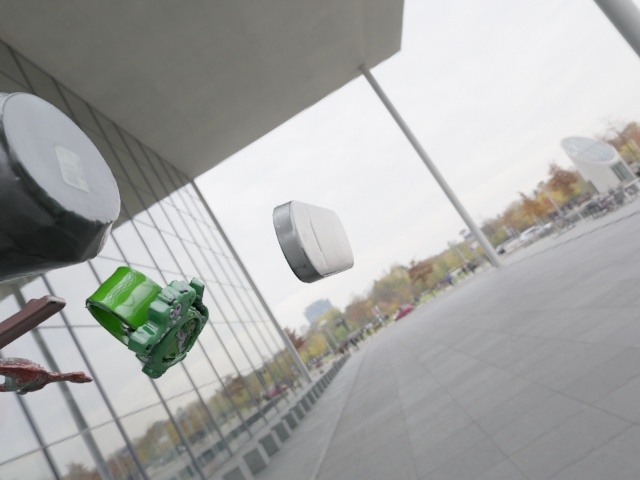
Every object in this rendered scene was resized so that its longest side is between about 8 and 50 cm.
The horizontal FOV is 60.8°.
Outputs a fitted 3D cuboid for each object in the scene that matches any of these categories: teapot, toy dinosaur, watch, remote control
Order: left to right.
[{"bbox_3d":[-0.536,-0.012,0.874,0.362,0.375,0.305,-29,-20,10],"label":"teapot"},{"bbox_3d":[-0.537,0.233,0.963,0.168,0.053,0.242,-8,-28,2],"label":"toy dinosaur"},{"bbox_3d":[-0.248,0.094,0.764,0.131,0.152,0.165,-52,-21,-29],"label":"watch"},{"bbox_3d":[0.000,0.000,0.564,0.022,0.077,0.245,-23,-4,12],"label":"remote control"}]
